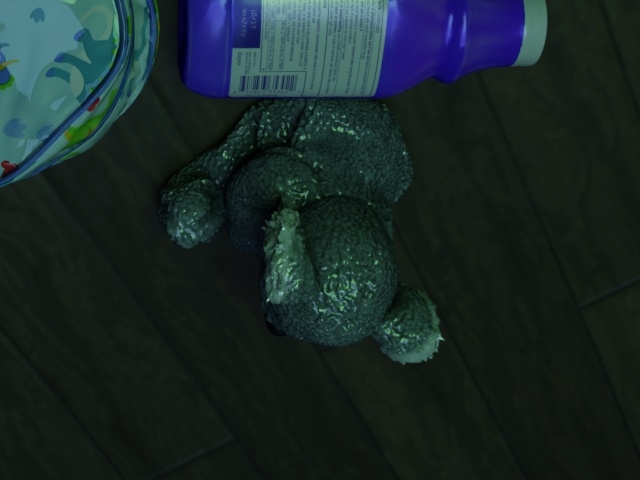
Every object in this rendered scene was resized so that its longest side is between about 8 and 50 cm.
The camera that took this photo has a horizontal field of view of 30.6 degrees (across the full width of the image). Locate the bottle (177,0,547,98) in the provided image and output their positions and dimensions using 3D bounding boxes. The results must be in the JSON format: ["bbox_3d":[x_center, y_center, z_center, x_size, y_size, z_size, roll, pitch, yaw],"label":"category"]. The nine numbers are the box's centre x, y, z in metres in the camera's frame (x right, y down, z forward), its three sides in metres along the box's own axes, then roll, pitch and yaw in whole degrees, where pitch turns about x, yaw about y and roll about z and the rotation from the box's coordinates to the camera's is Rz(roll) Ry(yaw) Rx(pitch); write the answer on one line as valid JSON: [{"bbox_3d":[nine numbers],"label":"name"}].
[{"bbox_3d":[0.032,-0.170,0.908,0.283,0.092,0.118,-2,127,-11],"label":"bottle"}]

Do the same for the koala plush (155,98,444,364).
[{"bbox_3d":[0.000,0.000,0.934,0.196,0.221,0.203,33,111,-28],"label":"koala plush"}]

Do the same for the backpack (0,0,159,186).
[{"bbox_3d":[-0.270,-0.195,0.752,0.290,0.273,0.355,-43,133,3],"label":"backpack"}]
